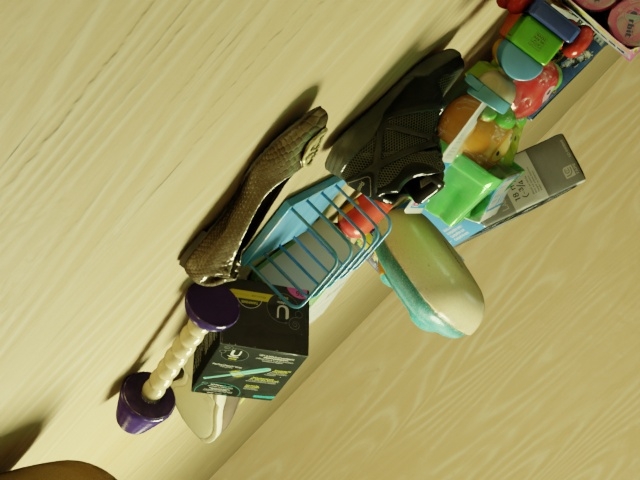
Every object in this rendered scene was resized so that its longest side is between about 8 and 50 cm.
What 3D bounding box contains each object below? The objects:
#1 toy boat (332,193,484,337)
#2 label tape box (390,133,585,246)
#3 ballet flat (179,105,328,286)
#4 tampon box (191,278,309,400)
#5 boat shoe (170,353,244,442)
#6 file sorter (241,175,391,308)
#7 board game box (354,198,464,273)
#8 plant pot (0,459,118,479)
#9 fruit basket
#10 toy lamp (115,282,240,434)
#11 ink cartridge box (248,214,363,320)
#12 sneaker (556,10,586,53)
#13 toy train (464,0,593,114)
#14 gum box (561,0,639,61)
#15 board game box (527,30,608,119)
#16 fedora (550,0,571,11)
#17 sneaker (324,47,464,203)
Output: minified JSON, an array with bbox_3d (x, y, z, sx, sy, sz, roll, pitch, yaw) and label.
[{"bbox_3d":[0.119,0.032,1.767,0.148,0.267,0.318,-42,133,14],"label":"toy boat"},{"bbox_3d":[0.281,-0.062,1.999,0.334,0.106,0.240,-24,175,-18],"label":"label tape box"},{"bbox_3d":[-0.061,-0.037,1.125,0.250,0.058,0.084,-49,171,27],"label":"ballet flat"},{"bbox_3d":[-0.096,0.134,1.459,0.161,0.120,0.101,125,-29,-54],"label":"tampon box"},{"bbox_3d":[-0.162,0.218,1.681,0.097,0.116,0.324,-37,163,-26],"label":"boat shoe"},{"bbox_3d":[0.000,0.000,1.427,0.118,0.104,0.170,-49,170,32],"label":"file sorter"},{"bbox_3d":[0.171,0.025,2.096,0.141,0.170,0.048,-38,171,-30],"label":"board game box"},{"bbox_3d":[-0.353,0.358,1.189,0.237,0.237,0.254,-46,157,6],"label":"plant pot"},{"bbox_3d":[0.276,-0.187,1.635,0.353,0.165,0.327,-51,170,18],"label":"fruit basket"},{"bbox_3d":[-0.193,0.159,1.385,0.080,0.080,0.274,-34,164,-49],"label":"toy lamp"},{"bbox_3d":[-0.045,0.080,1.630,0.154,0.093,0.212,-39,168,-31],"label":"ink cartridge box"},{"bbox_3d":[0.433,-0.386,1.808,0.162,0.063,0.073,-42,-173,31],"label":"sneaker"},{"bbox_3d":[0.234,-0.240,1.344,0.143,0.105,0.248,-52,-171,13],"label":"toy train"},{"bbox_3d":[0.313,-0.287,1.247,0.062,0.188,0.107,-48,171,14],"label":"gum box"},{"bbox_3d":[0.416,-0.314,1.890,0.243,0.042,0.165,-45,-168,2],"label":"board game box"},{"bbox_3d":[0.361,-0.364,1.353,0.194,0.194,0.079,-42,132,-15],"label":"fedora"},{"bbox_3d":[0.122,-0.129,1.312,0.227,0.130,0.087,-47,172,-24],"label":"sneaker"}]
